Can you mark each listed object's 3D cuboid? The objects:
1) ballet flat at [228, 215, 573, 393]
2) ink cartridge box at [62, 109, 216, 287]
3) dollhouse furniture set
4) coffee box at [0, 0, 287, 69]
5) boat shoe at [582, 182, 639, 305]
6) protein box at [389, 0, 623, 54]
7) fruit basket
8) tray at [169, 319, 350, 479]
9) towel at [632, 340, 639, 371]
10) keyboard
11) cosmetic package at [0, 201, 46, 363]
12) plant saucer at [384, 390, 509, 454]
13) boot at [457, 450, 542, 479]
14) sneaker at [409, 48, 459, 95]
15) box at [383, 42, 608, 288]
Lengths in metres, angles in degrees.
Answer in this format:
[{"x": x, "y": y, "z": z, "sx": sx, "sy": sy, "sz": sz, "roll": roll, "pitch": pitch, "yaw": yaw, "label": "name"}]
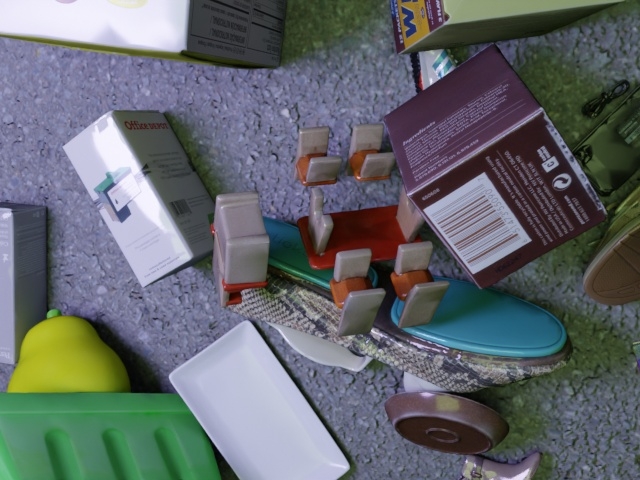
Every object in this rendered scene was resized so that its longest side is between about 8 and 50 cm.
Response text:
[{"x": 0.081, "y": 0.113, "z": 1.019, "sx": 0.483, "sy": 0.164, "sz": 0.182, "roll": 18, "pitch": 125, "yaw": 16, "label": "ballet flat"}, {"x": -0.233, "y": -0.064, "z": 1.046, "sx": 0.092, "sy": 0.160, "sz": 0.219, "roll": -30, "pitch": 90, "yaw": 16, "label": "ink cartridge box"}, {"x": 0.000, "y": 0.000, "z": 0.931, "sx": 0.259, "sy": 0.262, "sz": 0.135, "roll": -6, "pitch": 143, "yaw": -14, "label": "dollhouse furniture set"}, {"x": -0.235, "y": -0.393, "z": 0.899, "sx": 0.337, "sy": 0.338, "sz": 0.334, "roll": 9, "pitch": 102, "yaw": 12, "label": "coffee box"}, {"x": 0.432, "y": -0.039, "z": 0.934, "sx": 0.104, "sy": 0.089, "sz": 0.285, "roll": 34, "pitch": 110, "yaw": -21, "label": "boat shoe"}, {"x": 0.195, "y": -0.304, "z": 0.851, "sx": 0.199, "sy": 0.201, "sz": 0.136, "roll": -9, "pitch": 96, "yaw": -7, "label": "protein box"}, {"x": -0.359, "y": 0.292, "z": 1.078, "sx": 0.392, "sy": 0.392, "sz": 0.283, "roll": 27, "pitch": 104, "yaw": 8, "label": "fruit basket"}, {"x": -0.089, "y": 0.266, "z": 1.114, "sx": 0.145, "sy": 0.030, "sz": 0.270, "roll": -35, "pitch": 90, "yaw": -9, "label": "tray"}, {"x": 0.452, "y": 0.167, "z": 0.993, "sx": 0.060, "sy": 0.009, "sz": 0.083, "roll": -18, "pitch": 95, "yaw": 17, "label": "towel"}, {"x": 0.388, "y": -0.152, "z": 0.950, "sx": 0.108, "sy": 0.023, "sz": 0.180, "roll": 43, "pitch": 105, "yaw": -3, "label": "keyboard"}, {"x": -0.501, "y": 0.061, "z": 1.164, "sx": 0.127, "sy": 0.107, "sz": 0.238, "roll": 3, "pitch": 97, "yaw": 10, "label": "cosmetic package"}, {"x": 0.166, "y": 0.250, "z": 1.009, "sx": 0.168, "sy": 0.168, "sz": 0.029, "roll": 12, "pitch": 57, "yaw": 8, "label": "plant saucer"}, {"x": 0.245, "y": 0.326, "z": 1.057, "sx": 0.087, "sy": 0.042, "sz": 0.118, "roll": 30, "pitch": 98, "yaw": 15, "label": "boot"}, {"x": 0.162, "y": -0.220, "z": 0.984, "sx": 0.075, "sy": 0.057, "sz": 0.161, "roll": -9, "pitch": 96, "yaw": -2, "label": "sneaker"}, {"x": 0.196, "y": -0.090, "z": 0.886, "sx": 0.167, "sy": 0.203, "sz": 0.168, "roll": -33, "pitch": 120, "yaw": 17, "label": "box"}]
